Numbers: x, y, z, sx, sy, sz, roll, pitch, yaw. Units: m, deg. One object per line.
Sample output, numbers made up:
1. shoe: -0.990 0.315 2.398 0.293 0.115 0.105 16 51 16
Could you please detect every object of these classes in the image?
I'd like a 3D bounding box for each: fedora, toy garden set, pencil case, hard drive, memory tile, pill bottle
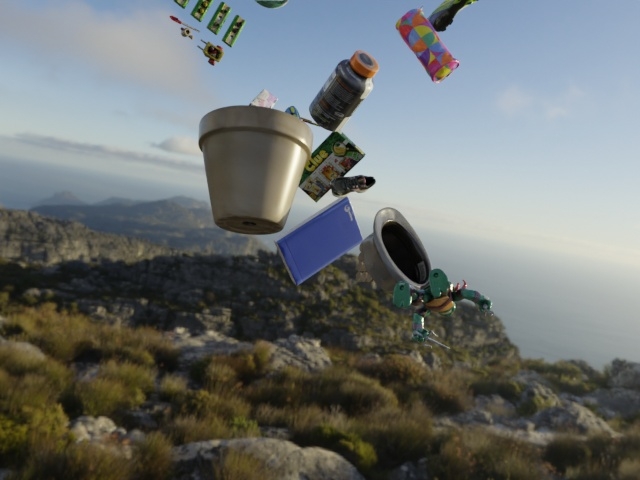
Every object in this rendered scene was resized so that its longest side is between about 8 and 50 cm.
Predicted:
1. fedora: 0.211 0.051 1.642 0.124 0.276 0.243 -34 1 36
2. toy garden set: -0.392 -0.747 1.888 0.244 0.204 0.049 32 -8 -33
3. pencil case: 0.321 -0.590 1.660 0.104 0.237 0.104 -24 -18 -8
4. hard drive: 0.000 0.000 2.049 0.318 0.210 0.040 -33 34 -16
5. memory tile: 0.164 0.075 1.945 0.012 0.148 0.113 13 -10 -25
6. pill bottle: 0.076 -0.461 1.689 0.130 0.131 0.246 7 -37 -33

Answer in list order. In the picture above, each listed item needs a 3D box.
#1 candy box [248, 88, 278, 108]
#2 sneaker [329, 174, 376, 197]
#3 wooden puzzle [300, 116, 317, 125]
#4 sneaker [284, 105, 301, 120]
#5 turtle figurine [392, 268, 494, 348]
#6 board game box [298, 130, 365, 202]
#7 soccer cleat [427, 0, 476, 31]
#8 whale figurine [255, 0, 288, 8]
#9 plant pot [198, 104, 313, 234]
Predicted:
1. candy box: -0.256 -0.453 2.071 0.070 0.196 0.165 35 35 -9
2. sneaker: 0.112 -0.194 1.845 0.178 0.072 0.077 -17 -4 -38
3. wooden puzzle: -0.041 -0.473 2.209 0.116 0.014 0.078 28 10 38
4. sneaker: -0.077 -0.372 1.900 0.067 0.188 0.078 -10 25 25
5. turtle figurine: 0.247 0.133 1.139 0.234 0.175 0.118 37 19 -50
6. board game box: 0.019 -0.254 1.885 0.136 0.259 0.030 42 34 -8
7. soccer cleat: 0.560 -0.992 2.280 0.093 0.289 0.121 36 18 -41
8. whale figurine: -0.172 -1.006 2.048 0.216 0.272 0.141 35 29 6
9. plant pot: -0.187 -0.174 1.521 0.322 0.281 0.323 3 -15 1
